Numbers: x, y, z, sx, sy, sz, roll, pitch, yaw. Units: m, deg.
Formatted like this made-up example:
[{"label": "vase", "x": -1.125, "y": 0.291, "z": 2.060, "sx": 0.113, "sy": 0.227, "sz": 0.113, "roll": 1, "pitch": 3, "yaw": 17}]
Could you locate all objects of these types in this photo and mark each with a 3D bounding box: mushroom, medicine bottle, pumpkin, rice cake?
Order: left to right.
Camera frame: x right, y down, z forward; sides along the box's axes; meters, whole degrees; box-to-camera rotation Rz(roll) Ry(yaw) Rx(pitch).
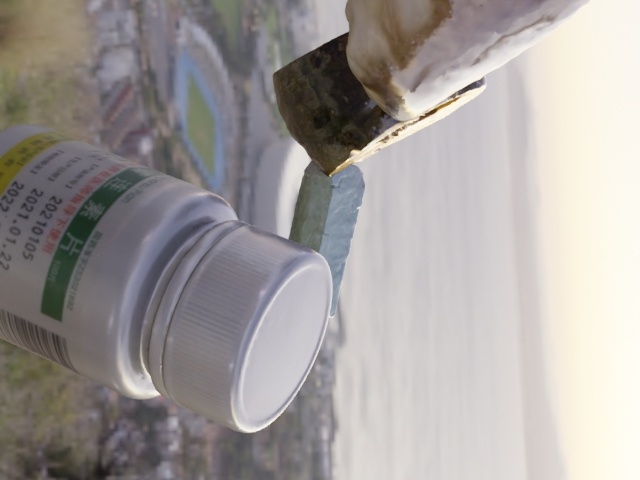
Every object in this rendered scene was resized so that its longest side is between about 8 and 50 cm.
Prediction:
[{"label": "medicine bottle", "x": -0.176, "y": 0.035, "z": 1.256, "sx": 0.208, "sy": 0.340, "sz": 0.208, "roll": -48, "pitch": 150, "yaw": -41}, {"label": "rice cake", "x": 0.000, "y": -0.001, "z": 1.593, "sx": 0.063, "sy": 0.069, "sz": 0.206, "roll": 13, "pitch": 88, "yaw": -43}, {"label": "pumpkin", "x": 0.055, "y": -0.170, "z": 1.547, "sx": 0.139, "sy": 0.222, "sz": 0.317, "roll": 62, "pitch": 25, "yaw": -4}, {"label": "mushroom", "x": 0.189, "y": -0.283, "z": 1.176, "sx": 0.224, "sy": 0.314, "sz": 0.397, "roll": 31, "pitch": 72, "yaw": -50}]
